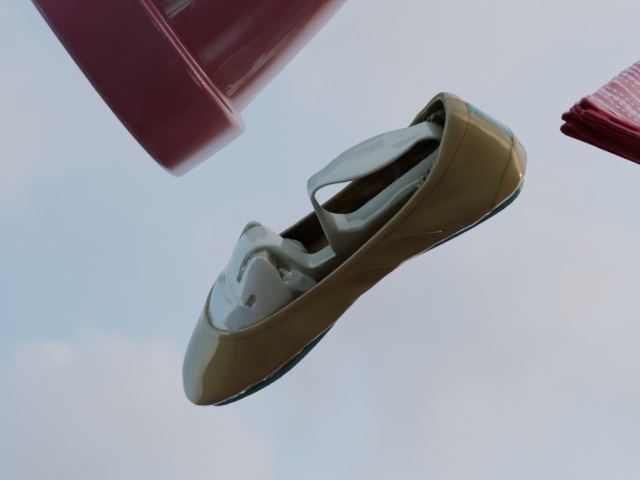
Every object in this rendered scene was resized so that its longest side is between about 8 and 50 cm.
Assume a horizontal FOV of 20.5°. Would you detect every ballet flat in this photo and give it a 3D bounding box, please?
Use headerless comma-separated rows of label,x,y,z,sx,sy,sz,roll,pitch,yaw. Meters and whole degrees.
ballet flat,0.000,0.000,0.941,0.232,0.080,0.073,-37,-55,14

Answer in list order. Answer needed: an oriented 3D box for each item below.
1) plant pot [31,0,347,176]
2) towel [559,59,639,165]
plant pot,-0.070,-0.168,1.051,0.180,0.201,0.201,-35,-44,4
towel,0.290,-0.077,1.220,0.199,0.275,0.031,25,-66,15
